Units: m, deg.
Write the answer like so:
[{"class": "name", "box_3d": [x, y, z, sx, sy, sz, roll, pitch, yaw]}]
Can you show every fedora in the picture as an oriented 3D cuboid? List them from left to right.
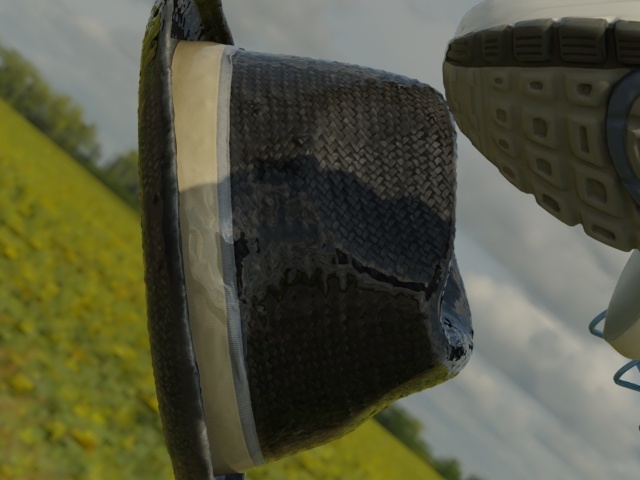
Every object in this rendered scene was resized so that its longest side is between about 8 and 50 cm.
[{"class": "fedora", "box_3d": [0.000, 0.000, 1.009, 0.334, 0.153, 0.334, -5, 90, -87]}]

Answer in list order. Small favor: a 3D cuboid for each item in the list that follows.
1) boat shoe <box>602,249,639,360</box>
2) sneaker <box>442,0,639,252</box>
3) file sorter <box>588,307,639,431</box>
[{"class": "boat shoe", "box_3d": [0.218, -0.020, 0.872, 0.081, 0.227, 0.079, 42, -20, -5]}, {"class": "sneaker", "box_3d": [0.195, -0.066, 0.722, 0.297, 0.129, 0.111, 2, -47, 6]}, {"class": "file sorter", "box_3d": [0.272, 0.106, 1.281, 0.104, 0.118, 0.170, 18, 42, -55]}]
